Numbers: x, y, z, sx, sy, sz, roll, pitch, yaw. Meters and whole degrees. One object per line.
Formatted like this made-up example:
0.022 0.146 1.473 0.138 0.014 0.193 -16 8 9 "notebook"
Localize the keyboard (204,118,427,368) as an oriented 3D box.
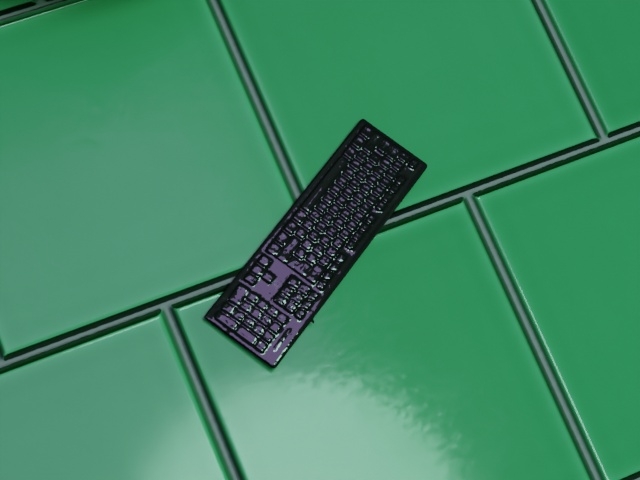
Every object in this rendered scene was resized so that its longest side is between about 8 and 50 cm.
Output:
0.000 0.000 1.177 0.067 0.011 0.202 37 70 3 "keyboard"
